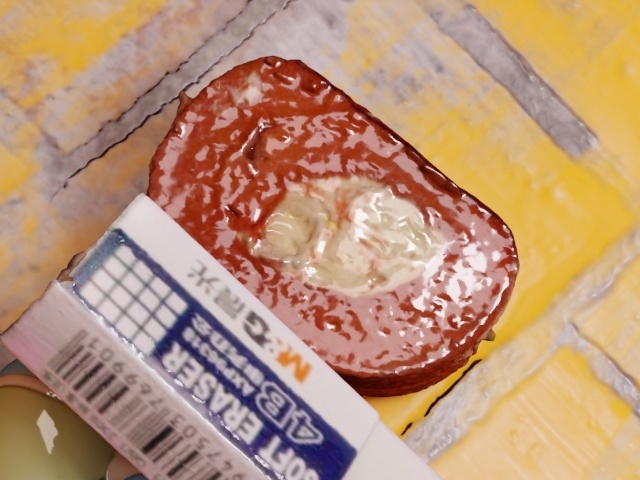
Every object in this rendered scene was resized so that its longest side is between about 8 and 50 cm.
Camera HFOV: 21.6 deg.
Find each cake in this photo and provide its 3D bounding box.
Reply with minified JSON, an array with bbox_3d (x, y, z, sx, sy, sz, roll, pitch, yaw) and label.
[{"bbox_3d":[0.000,0.000,1.202,0.283,0.151,0.177,39,83,5],"label":"cake"}]

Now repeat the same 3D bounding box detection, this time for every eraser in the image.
[{"bbox_3d":[-0.059,0.112,1.082,0.287,0.086,0.130,44,36,-5],"label":"eraser"}]

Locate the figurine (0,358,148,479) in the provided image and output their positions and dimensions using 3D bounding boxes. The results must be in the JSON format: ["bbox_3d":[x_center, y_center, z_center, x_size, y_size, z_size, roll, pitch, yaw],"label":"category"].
[{"bbox_3d":[-0.156,0.189,1.116,0.180,0.154,0.262,9,75,6],"label":"figurine"}]
